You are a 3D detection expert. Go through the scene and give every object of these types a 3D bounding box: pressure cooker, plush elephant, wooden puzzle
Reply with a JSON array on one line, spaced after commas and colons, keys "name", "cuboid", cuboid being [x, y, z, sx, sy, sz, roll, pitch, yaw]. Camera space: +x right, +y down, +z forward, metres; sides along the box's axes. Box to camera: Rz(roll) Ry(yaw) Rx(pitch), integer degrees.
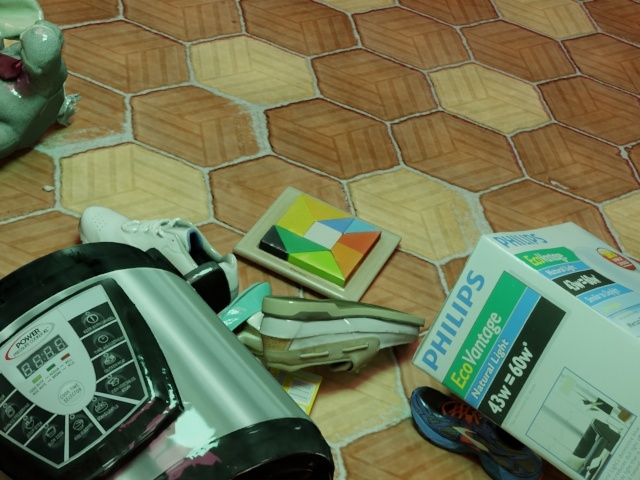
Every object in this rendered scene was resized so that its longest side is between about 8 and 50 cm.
[{"name": "pressure cooker", "cuboid": [-0.241, 0.213, 1.445, 0.369, 0.376, 0.420, -2, 41, -51]}, {"name": "plush elephant", "cuboid": [-0.553, -0.283, 2.203, 0.255, 0.272, 0.330, 36, 9, 5]}, {"name": "wooden puzzle", "cuboid": [0.000, 0.000, 2.217, 0.221, 0.044, 0.239, 25, 36, 12]}]

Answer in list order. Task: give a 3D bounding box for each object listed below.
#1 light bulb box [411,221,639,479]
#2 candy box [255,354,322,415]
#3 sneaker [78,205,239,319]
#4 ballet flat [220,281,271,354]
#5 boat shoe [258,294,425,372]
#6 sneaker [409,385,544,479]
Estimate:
[{"name": "light bulb box", "cuboid": [0.390, 0.163, 1.922, 0.361, 0.225, 0.358, 35, 20, 24]}, {"name": "candy box", "cuboid": [-0.071, 0.245, 1.875, 0.105, 0.027, 0.206, 16, 35, 5]}, {"name": "sneaker", "cuboid": [-0.237, 0.012, 2.035, 0.297, 0.129, 0.111, 27, 39, 16]}, {"name": "ballet flat", "cuboid": [-0.125, 0.150, 1.934, 0.087, 0.083, 0.247, 28, 43, 23]}, {"name": "boat shoe", "cuboid": [0.029, 0.142, 1.983, 0.302, 0.103, 0.113, 7, 1, -40]}, {"name": "sneaker", "cuboid": [0.229, 0.266, 1.914, 0.221, 0.087, 0.083, 29, 37, 16]}]
